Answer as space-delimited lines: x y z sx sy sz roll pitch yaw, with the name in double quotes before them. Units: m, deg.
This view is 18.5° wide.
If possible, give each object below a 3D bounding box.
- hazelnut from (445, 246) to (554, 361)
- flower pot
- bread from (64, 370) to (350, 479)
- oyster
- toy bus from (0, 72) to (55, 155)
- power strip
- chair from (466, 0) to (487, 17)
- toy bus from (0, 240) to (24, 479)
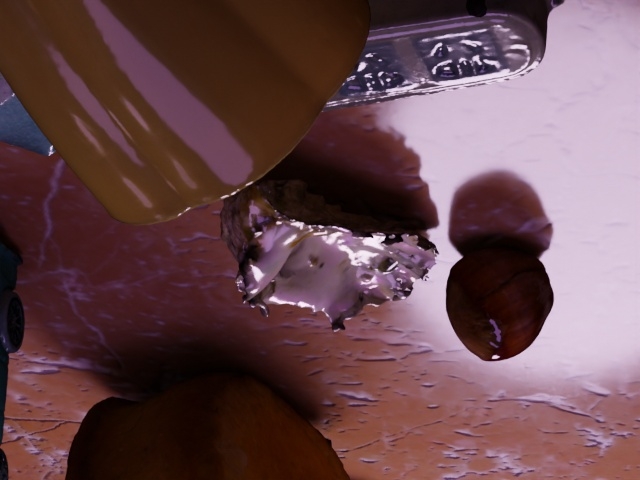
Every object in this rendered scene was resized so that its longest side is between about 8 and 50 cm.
"hazelnut" 0.130 0.046 1.418 0.086 0.086 0.086 3 149 2
"flower pot" -0.099 -0.137 1.050 0.195 0.195 0.179 -18 130 32
"bread" -0.078 0.253 1.592 0.172 0.312 0.312 -29 138 22
"oyster" -0.002 0.005 1.379 0.209 0.072 0.133 5 149 -42
"toy bus" -0.244 -0.142 1.139 0.262 0.091 0.109 27 132 -35
"power strip" 0.007 -0.115 1.190 0.286 0.048 0.080 -8 148 17
"chair" 0.129 -0.192 1.012 0.174 0.149 0.213 2 -169 -3
"toy bus" -0.293 0.112 1.382 0.128 0.256 0.147 -2 159 11
